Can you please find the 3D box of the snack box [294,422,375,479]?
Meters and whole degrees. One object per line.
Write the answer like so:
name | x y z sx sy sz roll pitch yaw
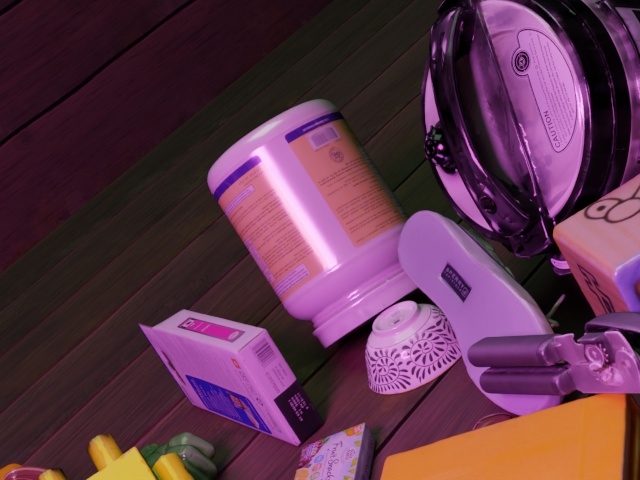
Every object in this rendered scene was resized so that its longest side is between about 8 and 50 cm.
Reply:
snack box | 0.016 0.309 1.803 0.100 0.037 0.141 -23 21 18

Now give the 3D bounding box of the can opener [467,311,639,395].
can opener | 0.288 0.133 1.578 0.095 0.076 0.283 -30 9 -27

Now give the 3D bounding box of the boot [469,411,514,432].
boot | 0.201 0.264 1.650 0.106 0.037 0.114 -31 22 5

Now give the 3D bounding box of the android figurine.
android figurine | -0.269 0.391 1.810 0.248 0.056 0.273 -35 57 -9

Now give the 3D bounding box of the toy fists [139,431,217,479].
toy fists | -0.257 0.381 1.941 0.142 0.096 0.279 -6 30 44

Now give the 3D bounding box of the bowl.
bowl | 0.127 0.141 1.986 0.170 0.080 0.170 -26 20 11

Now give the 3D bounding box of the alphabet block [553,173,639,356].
alphabet block | 0.426 0.038 1.632 0.192 0.193 0.197 -30 19 -1

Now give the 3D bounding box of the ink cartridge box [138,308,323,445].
ink cartridge box | -0.146 0.201 2.092 0.069 0.175 0.371 -40 21 -24

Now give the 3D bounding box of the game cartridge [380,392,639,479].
game cartridge | 0.193 0.311 1.492 0.324 0.052 0.285 -22 28 29

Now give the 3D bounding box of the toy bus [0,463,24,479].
toy bus | -0.466 0.444 2.039 0.108 0.130 0.332 -30 20 2

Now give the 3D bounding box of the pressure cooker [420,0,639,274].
pressure cooker | 0.338 -0.173 1.852 0.420 0.375 0.370 -9 36 -32

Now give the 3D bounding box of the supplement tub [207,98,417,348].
supplement tub | 0.003 -0.025 2.111 0.241 0.331 0.241 -32 -5 -3

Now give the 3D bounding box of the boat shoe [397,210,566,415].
boat shoe | 0.247 0.102 1.818 0.135 0.156 0.367 -60 41 21

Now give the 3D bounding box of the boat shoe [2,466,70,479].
boat shoe | -0.386 0.389 2.003 0.064 0.178 0.060 -48 29 17
